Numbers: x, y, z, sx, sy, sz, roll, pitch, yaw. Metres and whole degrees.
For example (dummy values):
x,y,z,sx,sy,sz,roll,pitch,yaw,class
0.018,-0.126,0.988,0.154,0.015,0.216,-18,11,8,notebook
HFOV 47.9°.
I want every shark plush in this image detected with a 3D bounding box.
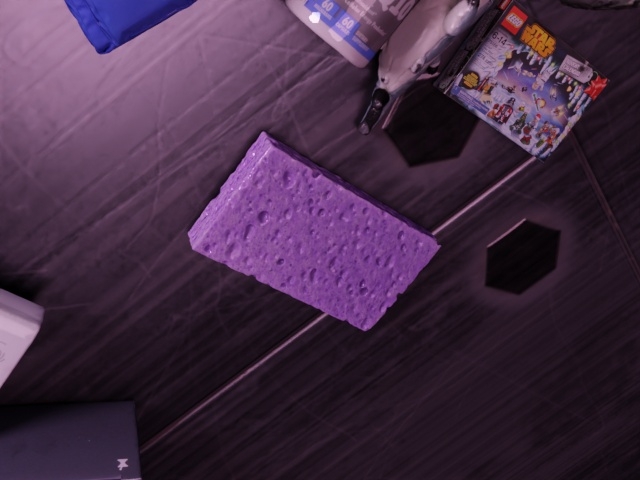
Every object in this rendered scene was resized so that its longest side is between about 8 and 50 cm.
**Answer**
x,y,z,sx,sy,sz,roll,pitch,yaw,class
0.087,-0.149,0.587,0.067,0.073,0.161,0,120,-55,shark plush

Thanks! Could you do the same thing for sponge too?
x,y,z,sx,sy,sz,roll,pitch,yaw,class
0.000,0.000,0.660,0.210,0.031,0.117,28,108,-31,sponge

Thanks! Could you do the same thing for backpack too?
x,y,z,sx,sy,sz,roll,pitch,yaw,class
-0.134,-0.193,0.454,0.098,0.101,0.120,-33,123,-6,backpack

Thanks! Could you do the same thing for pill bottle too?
x,y,z,sx,sy,sz,roll,pitch,yaw,class
0.045,-0.202,0.522,0.078,0.078,0.137,32,106,-32,pill bottle

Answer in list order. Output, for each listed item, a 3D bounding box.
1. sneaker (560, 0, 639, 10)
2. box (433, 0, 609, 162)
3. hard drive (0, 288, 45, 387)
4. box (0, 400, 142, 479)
x,y,z,sx,sy,sz,roll,pitch,yaw,class
0.294,-0.306,0.530,0.343,0.134,0.146,-46,117,1,sneaker
0.179,-0.140,0.638,0.137,0.027,0.094,25,108,-30,box
-0.404,0.069,0.543,0.308,0.040,0.203,31,107,-27,hard drive
-0.255,0.266,0.687,0.153,0.108,0.207,3,119,-20,box
